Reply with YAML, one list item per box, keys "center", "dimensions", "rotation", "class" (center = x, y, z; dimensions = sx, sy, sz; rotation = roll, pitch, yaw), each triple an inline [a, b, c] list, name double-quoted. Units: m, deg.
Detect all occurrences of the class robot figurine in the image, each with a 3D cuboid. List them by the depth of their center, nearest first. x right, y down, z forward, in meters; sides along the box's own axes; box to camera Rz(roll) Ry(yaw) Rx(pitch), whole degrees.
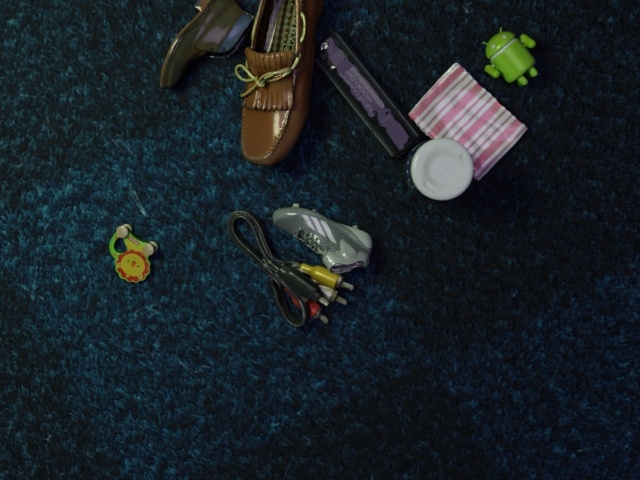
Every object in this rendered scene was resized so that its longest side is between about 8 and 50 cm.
- center: [0.364, -0.350, 1.481]
  dimensions: [0.101, 0.067, 0.115]
  rotation: [-40, 94, 9]
  class: "robot figurine"

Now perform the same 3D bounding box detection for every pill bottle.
- center: [0.214, -0.132, 1.440]
  dimensions: [0.112, 0.186, 0.112]
  rotation: [0, 95, 0]
  class: "pill bottle"

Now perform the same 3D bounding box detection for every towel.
- center: [0.288, -0.231, 1.511]
  dimensions: [0.197, 0.029, 0.144]
  rotation: [42, 95, -3]
  class: "towel"

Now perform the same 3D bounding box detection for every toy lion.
- center: [-0.377, 0.031, 1.537]
  dimensions: [0.100, 0.034, 0.096]
  rotation: [35, 102, -3]
  class: "toy lion"

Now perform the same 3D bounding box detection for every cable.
- center: [-0.079, 0.059, 1.539]
  dimensions: [0.287, 0.072, 0.139]
  rotation: [39, 111, 9]
  class: "cable"

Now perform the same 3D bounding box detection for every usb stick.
- center: [0.087, -0.281, 1.499]
  dimensions: [0.077, 0.045, 0.278]
  rotation: [-38, 94, 12]
  class: "usb stick"

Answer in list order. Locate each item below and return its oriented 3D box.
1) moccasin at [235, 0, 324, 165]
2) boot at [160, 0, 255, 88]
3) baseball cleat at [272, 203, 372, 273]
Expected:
- center: [-0.081, -0.328, 1.428]
  dimensions: [0.139, 0.147, 0.380]
  rotation: [19, 96, 28]
  class: "moccasin"
- center: [-0.217, -0.368, 1.474]
  dimensions: [0.106, 0.082, 0.219]
  rotation: [30, 93, 0]
  class: "boot"
- center: [0.000, 0.000, 1.494]
  dimensions: [0.206, 0.072, 0.109]
  rotation: [14, 55, -1]
  class: "baseball cleat"
